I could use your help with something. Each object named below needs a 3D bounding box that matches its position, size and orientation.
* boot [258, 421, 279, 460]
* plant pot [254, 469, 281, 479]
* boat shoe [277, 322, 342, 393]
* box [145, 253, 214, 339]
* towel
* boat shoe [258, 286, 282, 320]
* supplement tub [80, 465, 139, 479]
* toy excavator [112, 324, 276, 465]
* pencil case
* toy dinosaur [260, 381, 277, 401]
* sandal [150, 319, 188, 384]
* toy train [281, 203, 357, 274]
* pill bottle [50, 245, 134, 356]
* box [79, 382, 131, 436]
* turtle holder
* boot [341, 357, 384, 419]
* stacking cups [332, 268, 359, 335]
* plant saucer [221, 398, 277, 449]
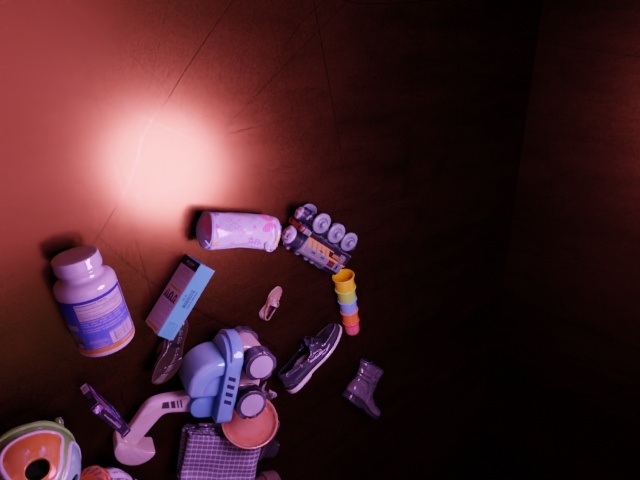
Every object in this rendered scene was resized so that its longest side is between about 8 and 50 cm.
[{"bbox_3d":[-0.202,0.825,1.890,0.137,0.077,0.198,26,102,-49],"label":"boot"},{"bbox_3d":[-0.285,1.069,1.803,0.229,0.263,0.263,8,101,-27],"label":"plant pot"},{"bbox_3d":[-0.049,0.450,1.845,0.340,0.127,0.113,-47,109,-15],"label":"boat shoe"},{"bbox_3d":[-0.433,0.172,1.395,0.060,0.100,0.244,37,81,-45],"label":"box"},{"bbox_3d":[-0.361,0.773,1.613,0.283,0.121,0.235,9,101,-17],"label":"towel"},{"bbox_3d":[-0.177,0.237,1.691,0.050,0.045,0.135,33,83,-45],"label":"boat shoe"},{"bbox_3d":[-0.631,0.837,1.409,0.193,0.193,0.316,-44,131,-21],"label":"supplement tub"},{"bbox_3d":[-0.419,0.500,1.494,0.445,0.222,0.433,7,102,-30],"label":"toy excavator"},{"bbox_3d":[-0.260,-0.027,1.463,0.273,0.113,0.124,3,82,-42],"label":"pencil case"},{"bbox_3d":[-0.280,0.680,1.745,0.313,0.121,0.160,-44,113,-4],"label":"toy dinosaur"},{"bbox_3d":[-0.488,0.346,1.448,0.090,0.060,0.219,22,76,-51],"label":"sandal"},{"bbox_3d":[0.000,0.000,1.704,0.334,0.142,0.190,32,94,-44],"label":"toy train"},{"bbox_3d":[-0.603,0.157,1.197,0.152,0.152,0.272,-26,122,-33],"label":"pill bottle"},{"bbox_3d":[-0.631,0.497,1.330,0.029,0.116,0.162,-41,130,-24],"label":"box"},{"bbox_3d":[-0.767,0.655,1.189,0.243,0.227,0.320,30,85,-45],"label":"turtle holder"},{"bbox_3d":[0.253,0.732,2.236,0.223,0.118,0.338,-56,138,-17],"label":"boot"},{"bbox_3d":[0.125,0.274,1.945,0.096,0.096,0.316,-33,126,-29],"label":"stacking cups"},{"bbox_3d":[-0.251,0.638,1.597,0.200,0.200,0.037,-19,144,-36],"label":"plant saucer"}]
